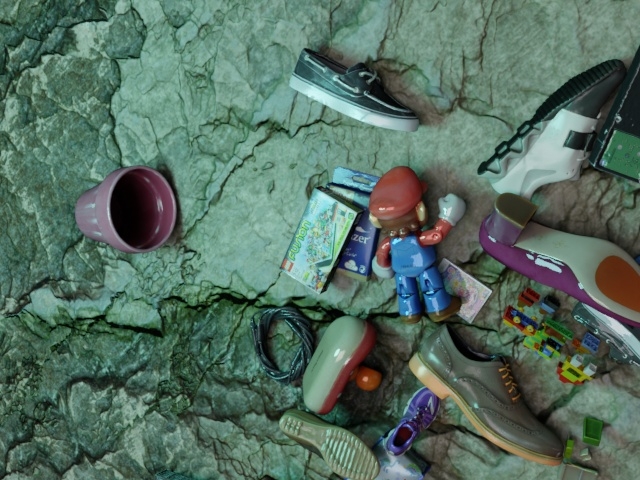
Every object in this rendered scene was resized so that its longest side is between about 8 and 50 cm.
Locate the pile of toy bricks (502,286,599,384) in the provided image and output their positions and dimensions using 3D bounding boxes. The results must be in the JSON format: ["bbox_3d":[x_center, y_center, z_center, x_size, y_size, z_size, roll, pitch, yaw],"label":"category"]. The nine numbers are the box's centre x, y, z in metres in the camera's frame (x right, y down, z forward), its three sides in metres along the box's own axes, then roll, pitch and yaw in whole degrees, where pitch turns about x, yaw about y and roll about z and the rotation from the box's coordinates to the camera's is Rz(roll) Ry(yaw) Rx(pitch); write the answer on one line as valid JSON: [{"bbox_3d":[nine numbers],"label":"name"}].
[{"bbox_3d":[0.445,0.195,1.777,0.212,0.118,0.105,35,141,-2],"label":"pile of toy bricks"}]

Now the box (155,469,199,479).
[{"bbox_3d":[-0.328,0.683,2.224,0.190,0.045,0.184,8,106,33],"label":"box"}]

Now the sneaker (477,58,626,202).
[{"bbox_3d":[0.464,-0.195,1.685,0.146,0.122,0.330,42,114,-8],"label":"sneaker"}]

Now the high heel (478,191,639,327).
[{"bbox_3d":[0.471,0.060,1.701,0.127,0.181,0.377,-41,70,-20],"label":"high heel"}]

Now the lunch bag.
[{"bbox_3d":[0.145,0.515,1.963,0.129,0.096,0.151,42,102,14],"label":"lunch bag"}]

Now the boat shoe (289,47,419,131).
[{"bbox_3d":[0.076,-0.314,1.835,0.301,0.108,0.102,28,112,25],"label":"boat shoe"}]

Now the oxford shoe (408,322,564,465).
[{"bbox_3d":[0.356,0.314,1.816,0.363,0.130,0.133,37,106,14],"label":"oxford shoe"}]

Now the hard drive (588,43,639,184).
[{"bbox_3d":[0.650,-0.250,1.570,0.237,0.064,0.339,19,108,0],"label":"hard drive"}]

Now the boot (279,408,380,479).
[{"bbox_3d":[0.033,0.440,1.949,0.248,0.207,0.090,27,86,16],"label":"boot"}]

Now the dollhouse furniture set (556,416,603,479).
[{"bbox_3d":[0.533,0.435,1.815,0.076,0.058,0.152,13,125,14],"label":"dollhouse furniture set"}]

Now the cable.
[{"bbox_3d":[-0.083,0.242,2.048,0.150,0.047,0.185,-8,94,20],"label":"cable"}]

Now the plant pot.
[{"bbox_3d":[-0.468,-0.067,2.087,0.180,0.201,0.201,-5,98,41],"label":"plant pot"}]

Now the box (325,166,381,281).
[{"bbox_3d":[0.064,-0.036,1.928,0.136,0.036,0.225,17,105,21],"label":"box"}]

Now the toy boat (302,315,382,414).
[{"bbox_3d":[0.065,0.281,1.950,0.151,0.151,0.231,21,112,-13],"label":"toy boat"}]

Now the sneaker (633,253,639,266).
[{"bbox_3d":[0.634,0.039,1.661,0.209,0.082,0.069,-41,80,24],"label":"sneaker"}]

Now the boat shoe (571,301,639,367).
[{"bbox_3d":[0.579,0.198,1.719,0.228,0.080,0.076,43,120,12],"label":"boat shoe"}]

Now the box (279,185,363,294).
[{"bbox_3d":[0.000,0.000,1.923,0.114,0.036,0.207,31,112,18],"label":"box"}]

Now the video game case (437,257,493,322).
[{"bbox_3d":[0.287,0.104,1.867,0.122,0.011,0.087,36,112,15],"label":"video game case"}]

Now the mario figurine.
[{"bbox_3d":[0.203,-0.001,1.842,0.198,0.170,0.321,-15,101,-5],"label":"mario figurine"}]

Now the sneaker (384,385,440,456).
[{"bbox_3d":[0.202,0.387,1.897,0.068,0.071,0.170,33,73,6],"label":"sneaker"}]
